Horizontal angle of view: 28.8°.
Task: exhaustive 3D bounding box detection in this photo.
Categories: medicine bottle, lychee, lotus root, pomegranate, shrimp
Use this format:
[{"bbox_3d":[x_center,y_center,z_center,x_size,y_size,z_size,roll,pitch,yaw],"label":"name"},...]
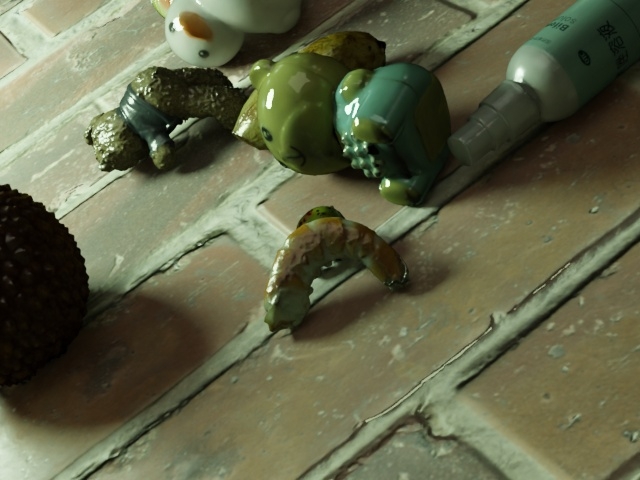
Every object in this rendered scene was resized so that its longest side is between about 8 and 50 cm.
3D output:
[{"bbox_3d":[0.305,-0.217,1.593,0.352,0.110,0.110,-39,39,-14],"label":"medicine bottle"},{"bbox_3d":[-0.436,0.047,1.626,0.267,0.267,0.267,-16,40,14],"label":"lychee"},{"bbox_3d":[-0.014,-0.221,1.804,0.258,0.097,0.110,-38,42,-7],"label":"lotus root"},{"bbox_3d":[-0.003,-0.003,1.573,0.084,0.073,0.073,-41,37,9],"label":"pomegranate"},{"bbox_3d":[0.019,0.054,1.506,0.166,0.049,0.161,20,83,13],"label":"shrimp"}]

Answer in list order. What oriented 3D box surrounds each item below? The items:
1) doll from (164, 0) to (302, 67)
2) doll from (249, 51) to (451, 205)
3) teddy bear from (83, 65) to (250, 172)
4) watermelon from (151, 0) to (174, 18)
[{"bbox_3d":[-0.150,-0.379,2.017,0.221,0.221,0.251,-7,20,25],"label":"doll"},{"bbox_3d":[0.032,-0.160,1.640,0.261,0.177,0.161,9,56,35],"label":"doll"},{"bbox_3d":[-0.241,-0.199,1.884,0.251,0.129,0.182,-29,36,-2],"label":"teddy bear"},{"bbox_3d":[-0.208,-0.421,2.169,0.163,0.087,0.069,-12,10,17],"label":"watermelon"}]
